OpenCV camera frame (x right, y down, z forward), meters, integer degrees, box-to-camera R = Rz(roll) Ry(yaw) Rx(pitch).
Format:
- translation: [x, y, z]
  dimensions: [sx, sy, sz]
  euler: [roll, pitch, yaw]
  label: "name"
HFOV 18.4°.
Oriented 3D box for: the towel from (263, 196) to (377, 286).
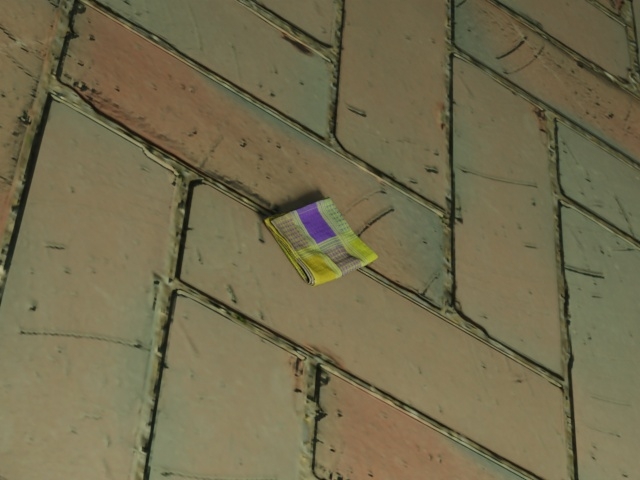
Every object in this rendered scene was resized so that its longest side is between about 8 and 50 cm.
- translation: [0.000, 0.000, 1.359]
  dimensions: [0.060, 0.009, 0.083]
  euler: [53, 35, 14]
  label: "towel"
